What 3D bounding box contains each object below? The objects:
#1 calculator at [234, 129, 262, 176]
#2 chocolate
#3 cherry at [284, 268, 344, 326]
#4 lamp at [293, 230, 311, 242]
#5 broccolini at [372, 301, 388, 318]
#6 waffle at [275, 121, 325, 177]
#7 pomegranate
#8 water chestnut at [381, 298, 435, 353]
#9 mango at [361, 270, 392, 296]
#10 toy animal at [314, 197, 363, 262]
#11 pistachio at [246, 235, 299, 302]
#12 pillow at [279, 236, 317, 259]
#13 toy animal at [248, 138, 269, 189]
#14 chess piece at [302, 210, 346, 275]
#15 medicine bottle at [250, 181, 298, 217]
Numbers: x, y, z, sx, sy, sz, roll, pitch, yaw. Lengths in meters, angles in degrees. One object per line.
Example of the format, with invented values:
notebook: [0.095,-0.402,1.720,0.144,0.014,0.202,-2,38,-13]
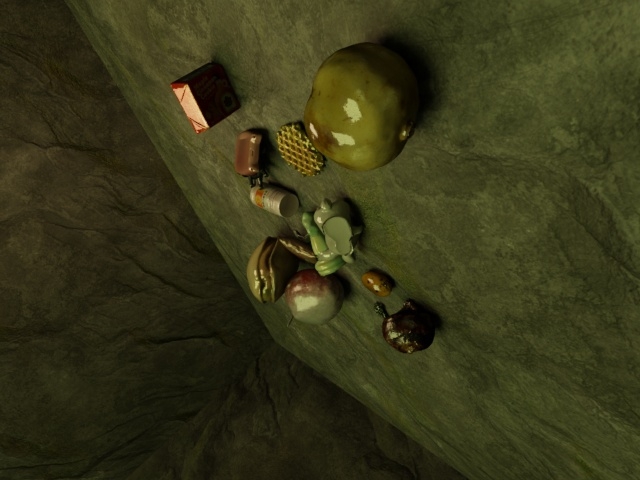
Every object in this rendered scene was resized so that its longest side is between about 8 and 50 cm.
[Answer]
calculator: [-0.353,-0.408,2.000,0.329,0.048,0.220,20,107,62]
chocolate: [-0.488,-0.623,1.852,0.108,0.237,0.235,10,134,41]
cherry: [-0.019,0.308,2.299,0.334,0.291,0.326,-2,126,30]
lamp: [-0.091,-0.029,2.265,0.050,0.056,0.198,59,165,-22]
broccolini: [0.339,0.417,2.128,0.254,0.057,0.071,58,-163,-10]
waffle: [-0.086,-0.368,1.748,0.245,0.052,0.254,55,154,-14]
pomegranate: [0.119,-0.353,1.151,0.332,0.332,0.333,39,153,24]
water chestnut: [0.377,0.370,1.832,0.224,0.223,0.238,115,149,-63]
mango: [0.249,0.192,1.926,0.178,0.090,0.115,29,156,54]
toy animal: [0.069,-0.025,1.800,0.154,0.208,0.325,-90,5,-57]
pistachio: [-0.267,0.148,2.386,0.281,0.446,0.365,4,126,3]
pillow: [-0.090,0.053,2.224,0.223,0.084,0.236,29,179,16]
toy animal: [-0.295,-0.352,2.023,0.269,0.082,0.137,116,145,-51]
chess piece: [0.000,0.000,1.990,0.298,0.175,0.175,61,154,-10]
medicine bottle: [-0.231,-0.204,2.123,0.249,0.133,0.133,26,146,42]
